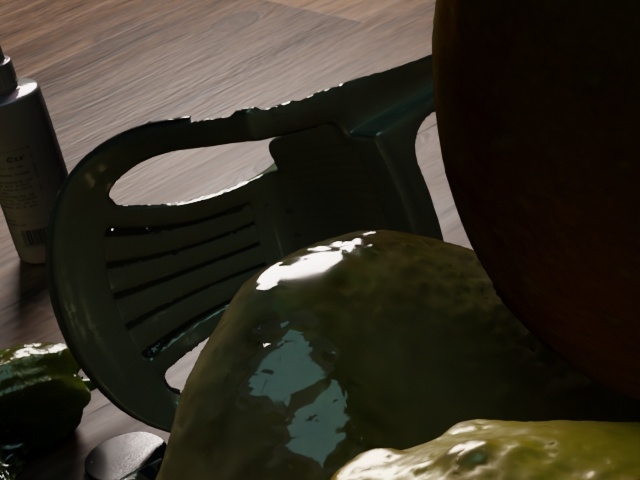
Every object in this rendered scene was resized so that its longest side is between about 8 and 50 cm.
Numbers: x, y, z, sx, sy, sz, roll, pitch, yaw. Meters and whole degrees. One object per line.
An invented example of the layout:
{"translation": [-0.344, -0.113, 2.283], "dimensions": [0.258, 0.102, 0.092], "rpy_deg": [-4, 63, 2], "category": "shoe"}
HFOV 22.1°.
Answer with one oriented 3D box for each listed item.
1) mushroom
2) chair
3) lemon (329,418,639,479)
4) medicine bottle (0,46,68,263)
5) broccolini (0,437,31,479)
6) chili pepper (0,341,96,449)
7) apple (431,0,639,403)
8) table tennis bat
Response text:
{"translation": [0.072, 0.103, 0.768], "dimensions": [0.217, 0.212, 0.292], "rpy_deg": [-2, 21, 37], "category": "mushroom"}
{"translation": [0.000, 0.000, 0.999], "dimensions": [0.275, 0.203, 0.190], "rpy_deg": [-24, 16, -38], "category": "chair"}
{"translation": [0.098, 0.181, 0.531], "dimensions": [0.284, 0.260, 0.260], "rpy_deg": [-18, 27, -2], "category": "lemon"}
{"translation": [-0.230, -0.080, 1.241], "dimensions": [0.058, 0.199, 0.057], "rpy_deg": [-12, 26, 6], "category": "medicine bottle"}
{"translation": [-0.156, 0.170, 0.886], "dimensions": [0.254, 0.057, 0.071], "rpy_deg": [27, 89, 56], "category": "broccolini"}
{"translation": [-0.198, 0.097, 1.020], "dimensions": [0.204, 0.073, 0.072], "rpy_deg": [-7, -8, -11], "category": "chili pepper"}
{"translation": [0.227, -0.097, 0.662], "dimensions": [0.374, 0.384, 0.374], "rpy_deg": [-4, 66, 8], "category": "apple"}
{"translation": [-0.109, 0.135, 0.980], "dimensions": [0.050, 0.007, 0.083], "rpy_deg": [-27, 28, -27], "category": "table tennis bat"}
